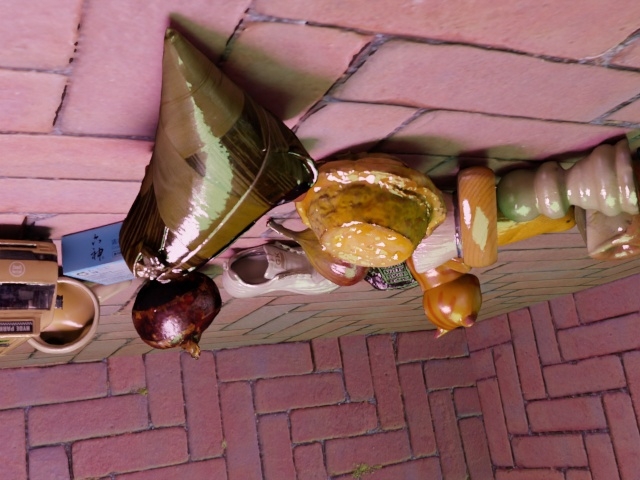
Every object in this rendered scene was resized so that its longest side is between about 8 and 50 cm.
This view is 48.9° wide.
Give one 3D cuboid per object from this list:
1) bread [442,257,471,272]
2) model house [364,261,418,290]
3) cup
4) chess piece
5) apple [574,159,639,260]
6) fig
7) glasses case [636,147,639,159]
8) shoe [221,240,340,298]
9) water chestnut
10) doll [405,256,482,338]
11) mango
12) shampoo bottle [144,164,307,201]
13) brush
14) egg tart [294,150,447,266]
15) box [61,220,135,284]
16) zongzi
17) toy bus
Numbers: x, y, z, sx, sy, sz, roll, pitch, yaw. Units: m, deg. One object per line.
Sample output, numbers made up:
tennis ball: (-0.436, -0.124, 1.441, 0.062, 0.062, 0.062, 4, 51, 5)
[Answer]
bread: (0.241, 0.004, 1.530, 0.200, 0.077, 0.116, 24, 168, 18)
model house: (0.167, 0.077, 1.869, 0.165, 0.106, 0.152, -15, 167, 8)
cup: (-0.578, 0.141, 1.632, 0.173, 0.255, 0.202, 37, 162, -13)
chess piece: (0.460, -0.101, 1.336, 0.251, 0.144, 0.144, -8, 167, 25)
apple: (0.619, -0.060, 1.442, 0.174, 0.188, 0.207, -5, 164, -9)
fig: (0.014, -0.009, 1.476, 0.143, 0.231, 0.160, -50, 176, -15)
glasses case: (0.654, -0.170, 1.352, 0.083, 0.033, 0.023, -10, 155, 3)
shoe: (-0.086, 0.059, 1.644, 0.316, 0.124, 0.159, -9, 159, 3)
water chestnut: (-0.349, 0.180, 1.730, 0.224, 0.238, 0.223, -29, -167, 7)
doll: (0.303, 0.086, 1.731, 0.162, 0.269, 0.167, -21, 171, -28)
mango: (0.422, -0.057, 1.509, 0.262, 0.108, 0.157, -9, 153, -4)
shampoo bottle: (-0.140, -0.095, 1.065, 0.244, 0.085, 0.085, -4, 165, -20)
brush: (0.249, -0.052, 1.338, 0.166, 0.174, 0.266, -3, 150, 9)
egg tart: (0.084, -0.035, 1.227, 0.288, 0.118, 0.288, 5, 153, 2)
box: (-0.368, 0.020, 1.384, 0.232, 0.083, 0.142, -11, 166, 16)
zongzi: (-0.191, -0.089, 0.871, 0.289, 0.154, 0.317, -40, 146, 8)
toy bus: (-0.632, 0.116, 1.362, 0.177, 0.201, 0.365, 3, 161, -36)
